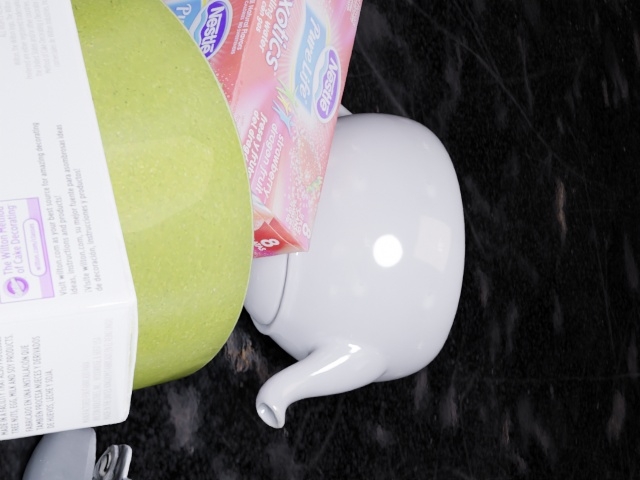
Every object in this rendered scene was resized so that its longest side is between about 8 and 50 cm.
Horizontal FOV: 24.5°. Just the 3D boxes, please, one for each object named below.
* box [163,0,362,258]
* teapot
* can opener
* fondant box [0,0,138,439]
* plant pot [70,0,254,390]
[{"bbox_3d":[-0.076,-0.141,1.208,0.142,0.154,0.300,47,44,-45],"label":"box"},{"bbox_3d":[0.000,0.000,1.279,0.256,0.187,0.252,-134,-131,-66],"label":"teapot"},{"bbox_3d":[-0.190,0.267,1.024,0.095,0.076,0.283,23,59,-20],"label":"can opener"},{"bbox_3d":[-0.262,-0.021,0.636,0.096,0.330,0.238,103,-24,-50],"label":"fondant box"},{"bbox_3d":[-0.236,-0.004,0.828,0.293,0.275,0.274,-21,102,-43],"label":"plant pot"}]
